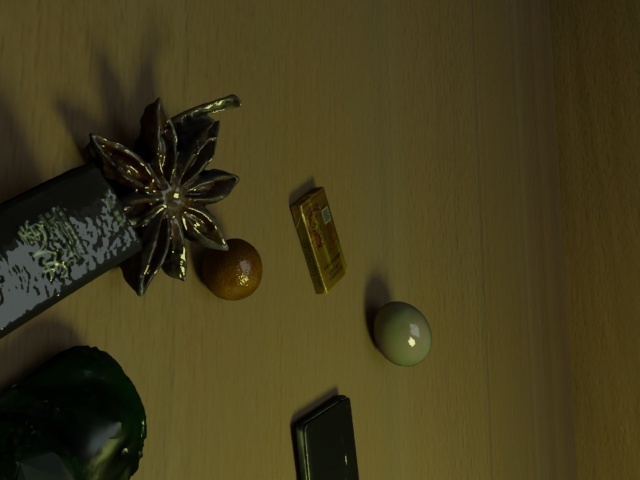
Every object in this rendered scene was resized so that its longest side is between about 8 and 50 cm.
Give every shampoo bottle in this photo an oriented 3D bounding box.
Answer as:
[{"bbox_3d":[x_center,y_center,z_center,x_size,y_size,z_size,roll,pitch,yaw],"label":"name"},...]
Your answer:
[{"bbox_3d":[-0.293,0.042,0.578,0.309,0.071,0.098,-38,112,-41],"label":"shampoo bottle"}]

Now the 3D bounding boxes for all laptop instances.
[{"bbox_3d":[0.015,0.364,1.117,0.154,0.026,0.207,-13,97,-60],"label":"laptop"}]

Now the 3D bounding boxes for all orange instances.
[{"bbox_3d":[-0.112,0.038,0.910,0.085,0.085,0.085,15,73,-58],"label":"orange"}]

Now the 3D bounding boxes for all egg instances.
[{"bbox_3d":[0.150,0.171,1.299,0.135,0.103,0.103,62,38,-33],"label":"egg"}]

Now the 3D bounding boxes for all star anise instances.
[{"bbox_3d":[-0.174,-0.063,0.808,0.230,0.081,0.263,40,64,-41],"label":"star anise"}]

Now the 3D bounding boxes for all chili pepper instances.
[{"bbox_3d":[-0.240,0.197,0.622,0.264,0.116,0.148,-35,112,-57],"label":"chili pepper"}]

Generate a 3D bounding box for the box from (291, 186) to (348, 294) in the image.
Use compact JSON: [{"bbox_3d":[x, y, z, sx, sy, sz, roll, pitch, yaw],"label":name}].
[{"bbox_3d":[0.000,0.000,1.153,0.089,0.022,0.156,-47,125,-54],"label":"box"}]
